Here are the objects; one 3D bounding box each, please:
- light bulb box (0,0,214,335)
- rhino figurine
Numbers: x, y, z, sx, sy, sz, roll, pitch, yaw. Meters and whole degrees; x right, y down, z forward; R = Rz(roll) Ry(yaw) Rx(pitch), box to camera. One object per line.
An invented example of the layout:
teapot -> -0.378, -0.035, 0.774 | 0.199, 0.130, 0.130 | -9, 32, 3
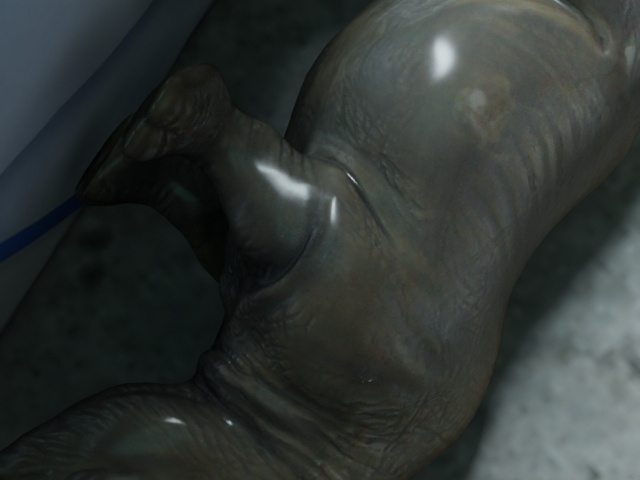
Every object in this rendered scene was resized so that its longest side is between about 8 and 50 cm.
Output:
light bulb box -> -0.159, -0.103, 0.293 | 0.225, 0.358, 0.361 | 31, 86, 9
rhino figurine -> 0.000, 0.000, 0.395 | 0.106, 0.073, 0.243 | 33, 86, -11
